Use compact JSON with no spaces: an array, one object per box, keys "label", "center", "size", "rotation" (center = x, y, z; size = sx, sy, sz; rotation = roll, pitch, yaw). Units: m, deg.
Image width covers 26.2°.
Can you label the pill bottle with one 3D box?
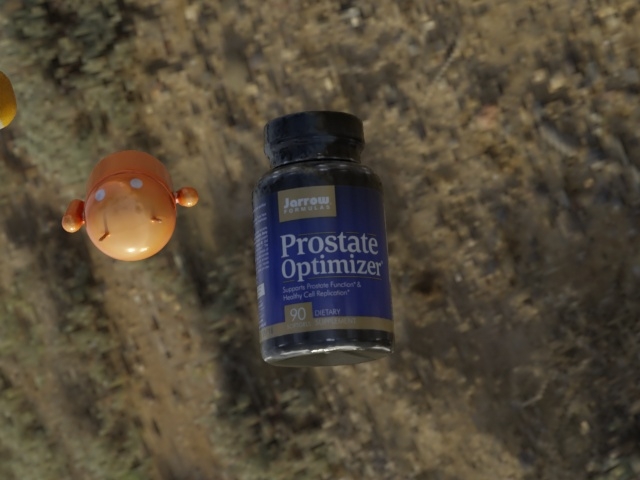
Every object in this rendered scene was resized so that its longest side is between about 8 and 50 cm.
[{"label":"pill bottle","center":[0.000,0.000,1.249],"size":[0.123,0.122,0.219],"rotation":[-25,66,58]}]

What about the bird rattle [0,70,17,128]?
[{"label":"bird rattle","center":[-0.287,-0.057,0.757],"size":[0.207,0.253,0.143],"rotation":[-9,97,22]}]

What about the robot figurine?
[{"label":"robot figurine","center":[-0.260,-0.050,1.894],"size":[0.128,0.158,0.219],"rotation":[-61,16,15]}]
